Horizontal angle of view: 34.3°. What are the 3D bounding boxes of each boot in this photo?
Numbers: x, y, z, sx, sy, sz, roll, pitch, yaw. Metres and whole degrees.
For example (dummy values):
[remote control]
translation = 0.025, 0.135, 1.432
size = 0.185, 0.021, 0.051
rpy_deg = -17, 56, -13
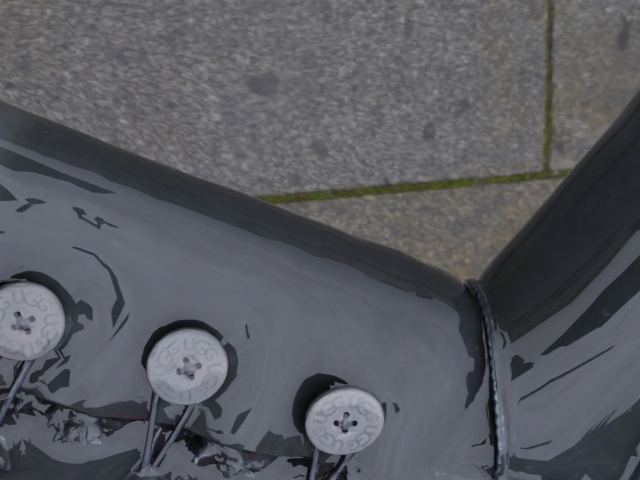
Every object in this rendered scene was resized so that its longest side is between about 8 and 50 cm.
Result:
[boot]
translation = -0.001, 0.002, 0.550
size = 0.445, 0.146, 0.367
rpy_deg = 17, 96, -6
